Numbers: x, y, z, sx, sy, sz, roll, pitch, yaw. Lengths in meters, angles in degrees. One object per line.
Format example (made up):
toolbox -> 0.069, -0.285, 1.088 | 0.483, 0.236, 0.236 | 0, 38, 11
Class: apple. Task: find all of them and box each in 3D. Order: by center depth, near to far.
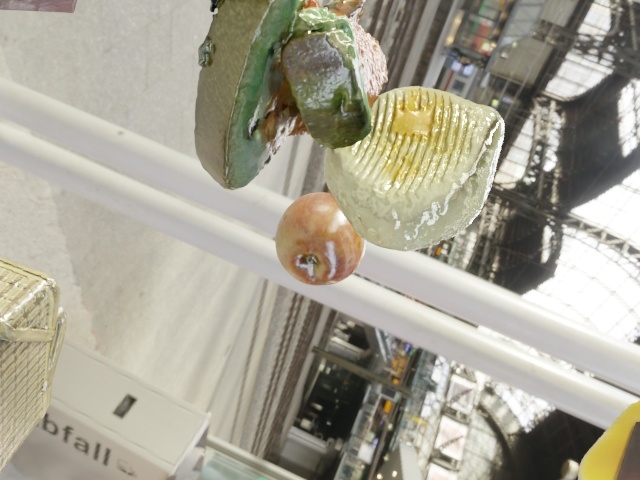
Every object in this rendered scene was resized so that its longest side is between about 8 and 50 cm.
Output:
apple -> 0.000, 0.000, 1.142 | 0.174, 0.188, 0.188 | -66, 175, -53

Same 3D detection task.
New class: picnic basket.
picnic basket -> -0.494, 0.156, 0.752 | 0.175, 0.227, 0.313 | -73, -177, -56

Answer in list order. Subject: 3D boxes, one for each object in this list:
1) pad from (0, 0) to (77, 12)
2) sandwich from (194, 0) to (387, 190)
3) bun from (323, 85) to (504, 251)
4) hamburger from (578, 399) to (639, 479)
pad -> -0.354, -0.382, 0.740 | 0.113, 0.006, 0.188 | -27, 164, -50
sandwich -> -0.003, -0.178, 0.664 | 0.301, 0.162, 0.251 | -34, 156, -51
bun -> 0.126, -0.083, 0.732 | 0.244, 0.243, 0.153 | -63, 149, -29
hamburger -> 0.414, 0.278, 0.605 | 0.295, 0.152, 0.227 | -20, 178, -34
